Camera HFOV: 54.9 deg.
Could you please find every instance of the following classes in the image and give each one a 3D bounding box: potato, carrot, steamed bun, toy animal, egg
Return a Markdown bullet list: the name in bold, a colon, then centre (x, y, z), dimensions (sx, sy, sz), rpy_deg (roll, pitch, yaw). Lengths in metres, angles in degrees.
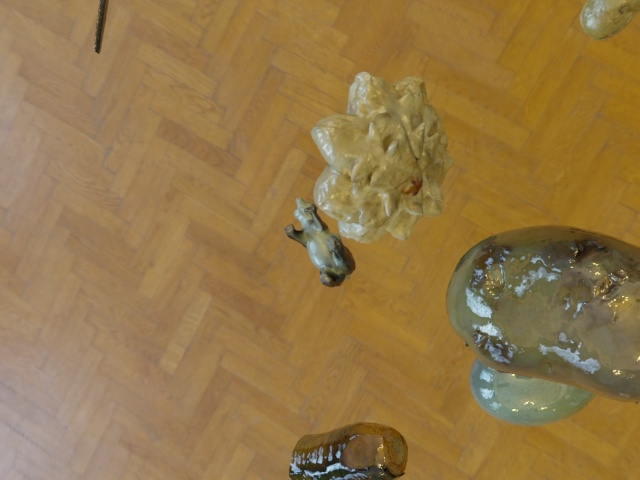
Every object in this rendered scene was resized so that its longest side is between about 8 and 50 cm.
- **potato**: centre (0.252, 0.067, 0.626), dimensions (0.262, 0.164, 0.165), rpy_deg (6, 95, 39)
- **carrot**: centre (0.029, 0.273, 0.772), dimensions (0.173, 0.082, 0.082), rpy_deg (-21, 89, 38)
- **steamed bun**: centre (0.119, -0.131, 1.012), dimensions (0.137, 0.292, 0.296), rpy_deg (30, 91, 51)
- **toy animal**: centre (0.000, 0.000, 1.364), dimensions (0.094, 0.121, 0.225), rpy_deg (-40, 70, 8)
- **egg**: centre (0.384, 0.241, 1.099), dimensions (0.236, 0.169, 0.169), rpy_deg (-13, 91, -6)
- **potato**: centre (0.626, -0.507, 1.303), dimensions (0.107, 0.080, 0.170), rpy_deg (38, 135, 1)

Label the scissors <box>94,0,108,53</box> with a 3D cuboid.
- **scissors**: centre (-0.364, -0.466, 1.052), dimensions (0.024, 0.160, 0.318), rpy_deg (5, 77, -7)
